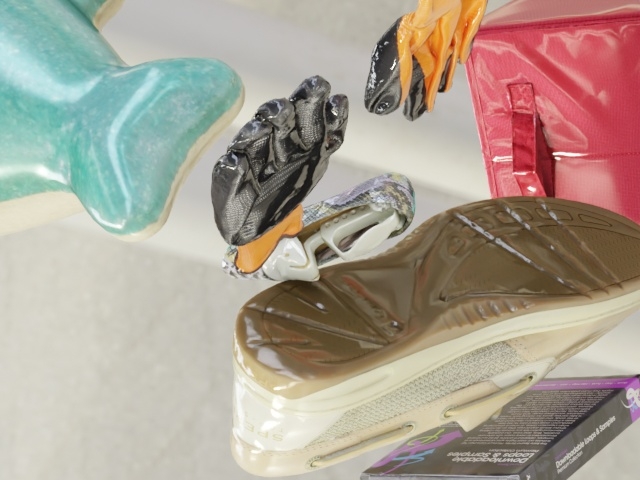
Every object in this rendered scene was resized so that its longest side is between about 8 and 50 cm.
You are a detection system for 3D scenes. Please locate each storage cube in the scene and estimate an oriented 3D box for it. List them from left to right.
[{"bbox_3d":[0.233,-0.084,1.239,0.193,0.215,0.183,-2,109,33],"label":"storage cube"}]

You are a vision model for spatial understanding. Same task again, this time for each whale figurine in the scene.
[{"bbox_3d":[-0.172,-0.080,0.926,0.272,0.141,0.216,15,62,39],"label":"whale figurine"}]

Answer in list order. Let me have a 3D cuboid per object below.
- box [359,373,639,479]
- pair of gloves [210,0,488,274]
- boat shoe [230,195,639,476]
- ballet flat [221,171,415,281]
[{"bbox_3d":[0.116,0.124,1.133,0.116,0.162,0.029,-5,103,39],"label":"box"},{"bbox_3d":[0.007,-0.031,0.412,0.083,0.010,0.074,-41,-16,-15],"label":"pair of gloves"},{"bbox_3d":[0.077,0.056,1.069,0.109,0.302,0.098,43,137,37],"label":"boat shoe"},{"bbox_3d":[0.000,0.000,0.998,0.114,0.041,0.041,-25,41,6],"label":"ballet flat"}]
